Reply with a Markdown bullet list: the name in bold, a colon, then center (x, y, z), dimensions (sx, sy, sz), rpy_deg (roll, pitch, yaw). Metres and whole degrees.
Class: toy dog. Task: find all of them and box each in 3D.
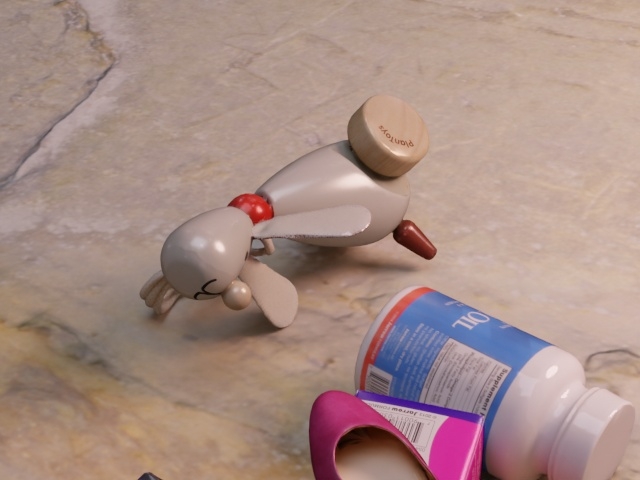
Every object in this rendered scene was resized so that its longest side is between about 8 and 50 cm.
- **toy dog**: center (0.000, 0.000, 1.324), dimensions (0.333, 0.220, 0.161), rpy_deg (-38, 81, -26)

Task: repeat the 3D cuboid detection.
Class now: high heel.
- **high heel**: center (0.050, 0.164, 0.960), dimensions (0.082, 0.117, 0.244), rpy_deg (-12, 41, -12)

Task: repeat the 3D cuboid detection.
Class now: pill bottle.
- **pill bottle**: center (0.150, 0.133, 1.167), dimensions (0.221, 0.124, 0.124), rpy_deg (25, 46, 29)

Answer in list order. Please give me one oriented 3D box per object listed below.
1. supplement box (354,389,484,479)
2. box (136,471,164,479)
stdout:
- **supplement box**: center (0.049, 0.238, 1.052), dimensions (0.111, 0.114, 0.220), rpy_deg (10, 39, 15)
- **box**: center (-0.058, 0.304, 0.862), dimensions (0.165, 0.143, 0.270), rpy_deg (-45, 66, -5)
